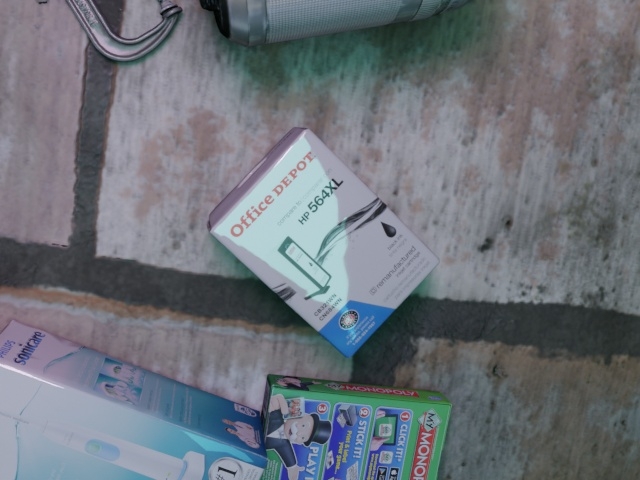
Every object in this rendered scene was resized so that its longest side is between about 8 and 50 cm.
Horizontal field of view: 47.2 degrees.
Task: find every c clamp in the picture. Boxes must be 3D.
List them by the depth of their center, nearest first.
[{"bbox_3d":[-0.196,-0.269,0.738,0.137,0.022,0.160,-26,102,-5],"label":"c clamp"}]

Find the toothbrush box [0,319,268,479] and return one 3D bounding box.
[{"bbox_3d":[-0.233,0.245,0.761,0.295,0.126,0.216,22,96,-13],"label":"toothbrush box"}]

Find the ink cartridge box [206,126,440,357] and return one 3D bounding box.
[{"bbox_3d":[0.000,0.000,0.783,0.203,0.086,0.148,43,90,-14],"label":"ink cartridge box"}]

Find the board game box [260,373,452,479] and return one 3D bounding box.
[{"bbox_3d":[0.020,0.324,0.859,0.213,0.046,0.317,8,97,-12],"label":"board game box"}]

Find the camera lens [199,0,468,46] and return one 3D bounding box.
[{"bbox_3d":[0.015,-0.303,0.668,0.274,0.219,0.219,-11,101,-8],"label":"camera lens"}]
